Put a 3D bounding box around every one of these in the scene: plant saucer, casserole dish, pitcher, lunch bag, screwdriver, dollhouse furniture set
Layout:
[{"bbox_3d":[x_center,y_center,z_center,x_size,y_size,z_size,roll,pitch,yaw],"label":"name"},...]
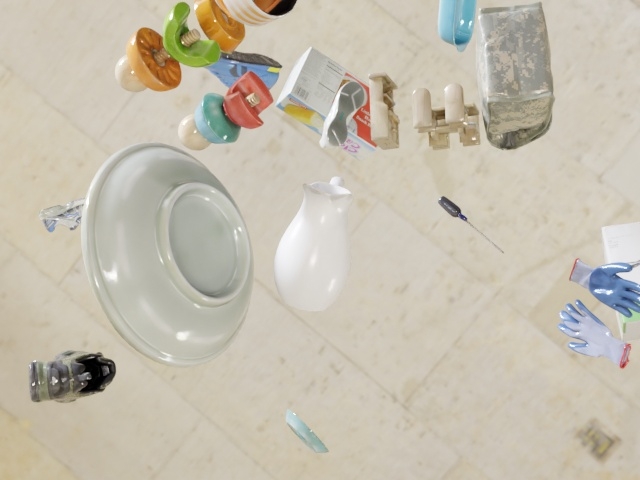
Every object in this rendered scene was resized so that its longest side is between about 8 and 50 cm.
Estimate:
[{"bbox_3d":[-0.224,0.014,1.571,0.400,0.100,0.400,27,-124,-49],"label":"plant saucer"},{"bbox_3d":[0.231,-0.412,1.530,0.037,0.188,0.114,12,-159,24],"label":"casserole dish"},{"bbox_3d":[0.000,0.000,1.520,0.125,0.207,0.178,15,-165,9],"label":"pitcher"},{"bbox_3d":[0.439,-0.362,2.077,0.287,0.169,0.235,63,-156,-72],"label":"lunch bag"},{"bbox_3d":[0.302,-0.033,1.812,0.170,0.025,0.024,38,170,16],"label":"screwdriver"},{"bbox_3d":[0.245,-0.315,2.143,0.242,0.161,0.212,-5,170,19],"label":"dollhouse furniture set"},{"bbox_3d":[-0.032,0.389,1.834,0.119,0.021,0.119,44,166,13],"label":"plant saucer"}]

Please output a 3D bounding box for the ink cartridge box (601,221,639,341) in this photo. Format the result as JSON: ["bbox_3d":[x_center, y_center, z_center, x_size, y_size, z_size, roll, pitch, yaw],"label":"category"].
[{"bbox_3d":[0.670,0.088,1.961,0.160,0.093,0.219,50,-148,-64],"label":"ink cartridge box"}]

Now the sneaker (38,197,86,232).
[{"bbox_3d":[-0.502,-0.052,1.868,0.052,0.135,0.058,-148,41,-81],"label":"sneaker"}]

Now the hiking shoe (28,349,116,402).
[{"bbox_3d":[-0.373,0.218,1.444,0.114,0.086,0.227,-2,179,4],"label":"hiking shoe"}]

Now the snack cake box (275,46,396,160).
[{"bbox_3d":[0.040,-0.335,2.251,0.264,0.152,0.089,31,153,-17],"label":"snack cake box"}]

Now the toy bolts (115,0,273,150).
[{"bbox_3d":[-0.196,-0.258,1.449,0.228,0.158,0.218,54,-151,-20],"label":"toy bolts"}]

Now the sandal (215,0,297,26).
[{"bbox_3d":[-0.064,-0.323,1.122,0.102,0.076,0.265,32,152,-25],"label":"sandal"}]

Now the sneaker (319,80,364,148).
[{"bbox_3d":[0.035,-0.241,1.756,0.054,0.152,0.061,32,158,-18],"label":"sneaker"}]

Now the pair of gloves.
[{"bbox_3d":[0.497,0.121,1.615,0.023,0.198,0.159,-9,-151,-39],"label":"pair of gloves"}]

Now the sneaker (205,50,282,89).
[{"bbox_3d":[-0.159,-0.302,1.654,0.209,0.082,0.069,2,-145,-49],"label":"sneaker"}]
